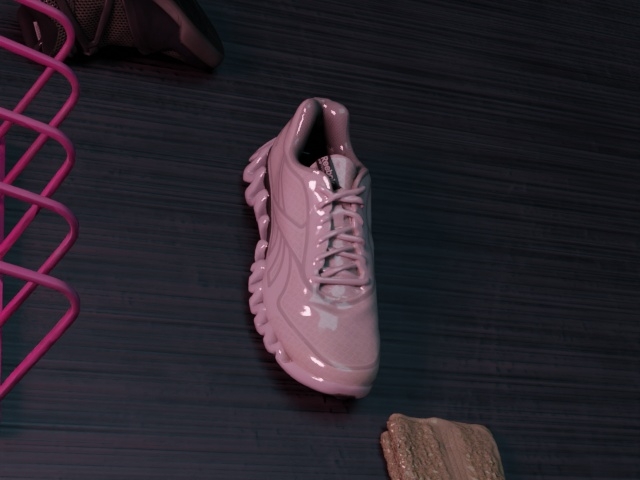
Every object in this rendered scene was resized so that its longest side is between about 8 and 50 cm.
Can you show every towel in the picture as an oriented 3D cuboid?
[{"bbox_3d":[0.112,0.211,1.113,0.110,0.027,0.148,6,50,-23],"label":"towel"}]

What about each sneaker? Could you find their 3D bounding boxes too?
[{"bbox_3d":[-0.198,-0.211,1.282,0.227,0.130,0.087,29,30,-46],"label":"sneaker"},{"bbox_3d":[0.000,0.000,1.174,0.110,0.118,0.292,8,50,-26],"label":"sneaker"}]

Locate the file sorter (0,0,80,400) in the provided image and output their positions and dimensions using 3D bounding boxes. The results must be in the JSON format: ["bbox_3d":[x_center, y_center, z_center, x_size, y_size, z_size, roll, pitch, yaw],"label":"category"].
[{"bbox_3d":[-0.288,-0.047,0.974,0.202,0.182,0.290,20,43,-33],"label":"file sorter"}]
